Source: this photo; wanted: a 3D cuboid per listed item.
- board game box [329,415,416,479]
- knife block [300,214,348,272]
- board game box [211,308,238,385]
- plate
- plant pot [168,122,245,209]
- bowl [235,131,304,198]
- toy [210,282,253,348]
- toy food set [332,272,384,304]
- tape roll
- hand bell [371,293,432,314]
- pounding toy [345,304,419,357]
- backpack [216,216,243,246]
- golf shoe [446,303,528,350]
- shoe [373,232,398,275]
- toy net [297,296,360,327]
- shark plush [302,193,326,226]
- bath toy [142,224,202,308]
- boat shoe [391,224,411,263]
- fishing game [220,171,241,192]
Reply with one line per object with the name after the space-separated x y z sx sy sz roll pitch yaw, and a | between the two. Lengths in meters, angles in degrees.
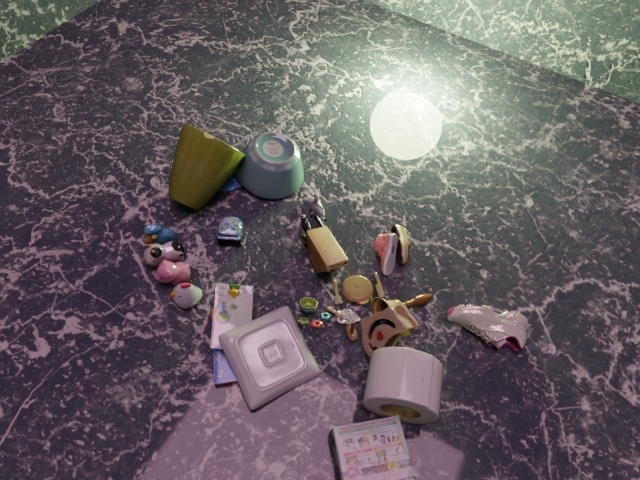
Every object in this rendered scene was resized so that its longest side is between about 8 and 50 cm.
0.167 0.720 1.485 0.224 0.097 0.303 -6 59 -10 | board game box
0.000 0.000 1.868 0.088 0.276 0.242 -17 89 -15 | knife block
-0.310 0.368 1.716 0.145 0.027 0.281 -4 57 -10 | board game box
-0.171 0.391 1.658 0.278 0.045 0.277 -22 74 -24 | plate
-0.500 -0.285 1.986 0.275 0.275 0.293 28 92 13 | plant pot
-0.208 -0.351 2.096 0.311 0.163 0.311 7 58 -12 | bowl
-0.316 0.275 1.721 0.137 0.056 0.237 6 66 -14 | toy
0.143 0.194 1.872 0.192 0.038 0.132 -8 50 -4 | toy food set
0.269 0.475 1.568 0.246 0.246 0.169 14 57 4 | tape roll
0.327 0.242 1.828 0.242 0.126 0.126 -15 58 -29 | hand bell
0.196 0.333 1.672 0.155 0.269 0.154 -3 68 -44 | pounding toy
-0.365 -0.044 1.950 0.105 0.084 0.114 4 54 -5 | backpack
0.619 0.322 1.783 0.306 0.115 0.140 10 60 3 | golf shoe
0.259 0.056 1.959 0.081 0.063 0.178 1 72 40 | shoe
0.034 0.273 1.774 0.232 0.045 0.122 7 29 0 | toy net
-0.017 -0.122 2.071 0.067 0.073 0.161 -27 82 1 | shark plush
-0.563 0.100 1.811 0.151 0.129 0.348 -24 62 -20 | bath toy
0.345 0.015 1.991 0.072 0.068 0.190 9 56 -17 | boat shoe
-0.414 -0.294 2.139 0.264 0.041 0.189 14 64 -3 | fishing game
